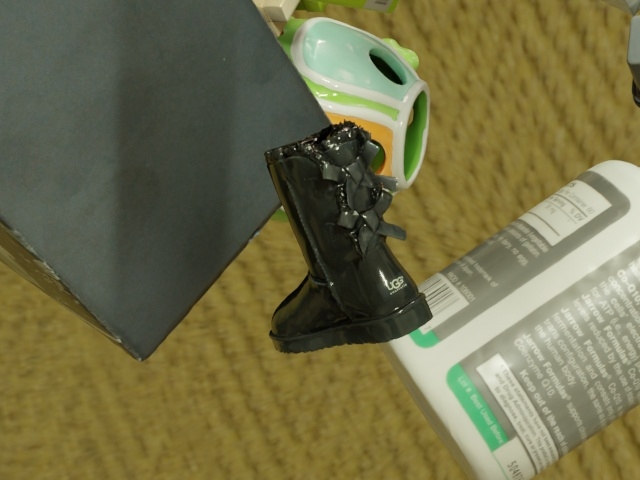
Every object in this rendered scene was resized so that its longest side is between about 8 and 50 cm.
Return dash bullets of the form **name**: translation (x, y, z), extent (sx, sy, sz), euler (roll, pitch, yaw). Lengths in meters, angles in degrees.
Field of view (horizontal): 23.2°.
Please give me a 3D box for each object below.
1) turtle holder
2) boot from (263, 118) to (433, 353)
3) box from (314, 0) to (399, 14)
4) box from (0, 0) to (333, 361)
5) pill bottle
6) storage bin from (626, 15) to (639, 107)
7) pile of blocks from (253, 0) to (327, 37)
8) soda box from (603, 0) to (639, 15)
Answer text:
- **turtle holder**: translation (0.009, -0.134, 1.805), extent (0.227, 0.320, 0.243), euler (7, 91, 15)
- **boot**: translation (-0.001, 0.000, 0.739), extent (0.045, 0.121, 0.099), euler (-27, 98, -31)
- **box**: translation (-0.019, -0.207, 0.873), extent (0.109, 0.042, 0.178), euler (6, 47, -24)
- **box**: translation (-0.312, -0.209, 1.371), extent (0.472, 0.480, 0.297), euler (28, 73, 39)
- **pill bottle**: translation (0.245, 0.057, 1.423), extent (0.361, 0.204, 0.204), euler (-33, 83, -3)
- **storage bin**: translation (0.379, -0.196, 1.601), extent (0.135, 0.091, 0.098), euler (1, 72, 26)
- **pile of blocks**: translation (-0.043, -0.314, 1.652), extent (0.149, 0.112, 0.362), euler (-13, 46, 13)
- **soda box**: translation (0.191, -0.321, 1.486), extent (0.286, 0.098, 0.091), euler (30, 96, 17)
